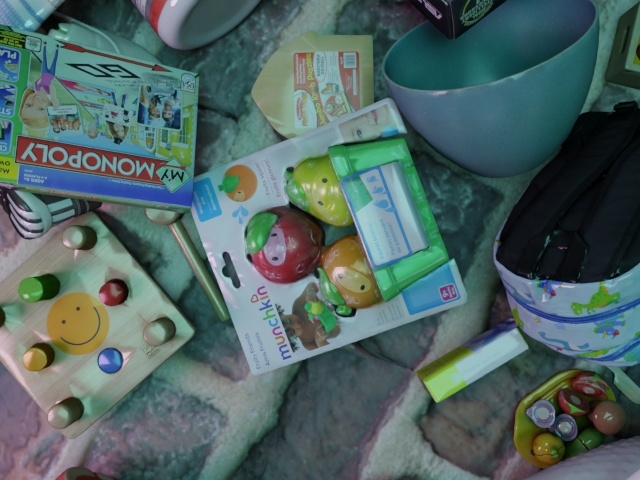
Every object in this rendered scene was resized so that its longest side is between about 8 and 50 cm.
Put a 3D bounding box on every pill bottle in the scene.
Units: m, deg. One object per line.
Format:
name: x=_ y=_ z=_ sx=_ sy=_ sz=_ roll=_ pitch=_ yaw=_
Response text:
pill bottle: x=-0.251 y=-0.483 z=0.950 sx=0.210 sy=0.210 sz=0.363 roll=-39 pitch=89 yaw=-1

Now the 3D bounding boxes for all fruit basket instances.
fruit basket: x=0.000 y=0.000 z=0.963 sx=0.353 sy=0.165 sz=0.327 roll=-20 pitch=90 yaw=4

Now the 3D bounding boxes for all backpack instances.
backpack: x=0.398 y=-0.007 z=0.878 sx=0.355 sy=0.290 sz=0.273 roll=-33 pitch=124 yaw=-34

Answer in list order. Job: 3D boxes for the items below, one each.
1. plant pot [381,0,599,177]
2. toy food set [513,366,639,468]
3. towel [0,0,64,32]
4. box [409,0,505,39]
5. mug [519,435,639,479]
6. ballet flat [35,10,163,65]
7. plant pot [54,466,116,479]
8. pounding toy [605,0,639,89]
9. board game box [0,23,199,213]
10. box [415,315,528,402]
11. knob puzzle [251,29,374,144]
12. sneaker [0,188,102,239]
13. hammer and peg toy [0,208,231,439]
plant pot: x=0.255 y=-0.208 z=0.937 sx=0.290 sy=0.290 sz=0.195 roll=-25 pitch=125 yaw=-1
toy food set: x=0.403 y=0.271 z=1.001 sx=0.218 sy=0.071 sz=0.128 roll=-38 pitch=89 yaw=-1
towel: x=-0.461 y=-0.374 z=0.903 sx=0.285 sy=0.034 sz=0.209 roll=-42 pitch=85 yaw=6
box: x=0.188 y=-0.524 z=0.942 sx=0.318 sy=0.097 sz=0.395 roll=-39 pitch=66 yaw=1
mug: x=0.469 y=0.375 z=0.866 sx=0.328 sy=0.276 sz=0.374 roll=-18 pitch=131 yaw=-10
ballet flat: x=-0.425 y=-0.301 z=0.985 sx=0.400 sy=0.139 sz=0.139 roll=26 pitch=89 yaw=0
plant pot: x=-0.355 y=0.480 z=0.913 sx=0.275 sy=0.275 sz=0.243 roll=35 pitch=80 yaw=1
pounding toy: x=0.521 y=-0.317 z=1.001 sx=0.130 sy=0.100 sz=0.141 roll=14 pitch=89 yaw=0
board game box: x=-0.332 y=-0.165 z=0.904 sx=0.317 sy=0.046 sz=0.213 roll=7 pitch=77 yaw=-30
box: x=0.235 y=0.177 z=0.984 sx=0.178 sy=0.109 sz=0.042 roll=-30 pitch=85 yaw=-1
knob puzzle: x=-0.012 y=-0.236 z=1.034 sx=0.213 sy=0.030 sz=0.213 roll=0 pitch=89 yaw=0
sneaker: x=-0.423 y=-0.116 z=0.996 sx=0.162 sy=0.106 sz=0.281 roll=-21 pitch=54 yaw=-34
hammer and peg toy: x=-0.315 y=0.095 z=0.976 sx=0.361 sy=0.127 sz=0.266 roll=-40 pitch=89 yaw=-1
